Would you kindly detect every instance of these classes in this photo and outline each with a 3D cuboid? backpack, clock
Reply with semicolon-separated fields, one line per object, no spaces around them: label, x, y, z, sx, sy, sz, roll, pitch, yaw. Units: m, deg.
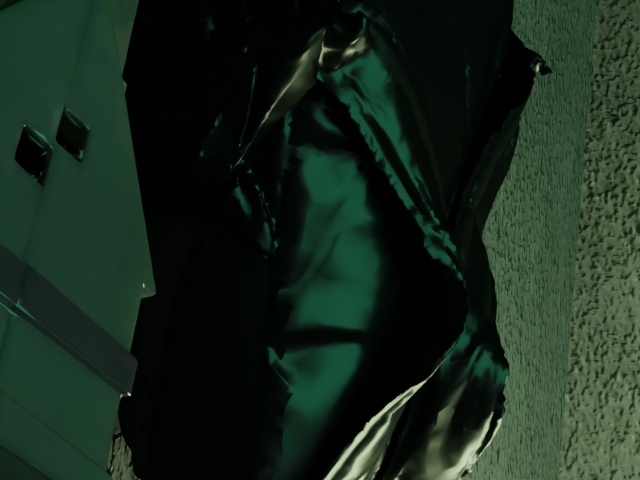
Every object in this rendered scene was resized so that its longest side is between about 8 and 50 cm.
backpack;0.000;0.000;0.958;0.363;0.255;0.445;-9;106;-63
clock;-0.174;-0.056;0.509;0.166;0.235;0.309;48;39;-43
